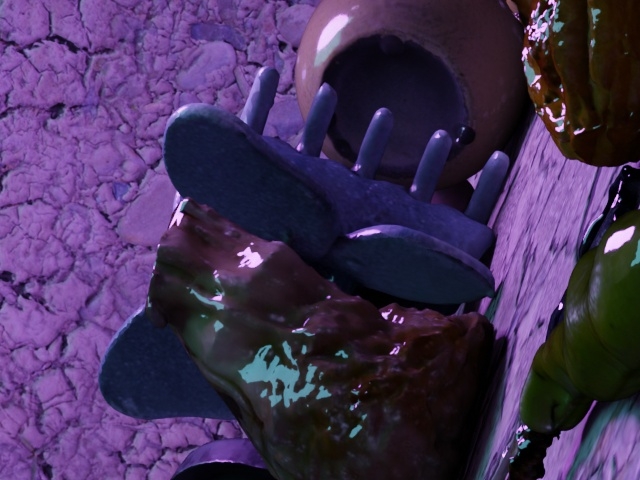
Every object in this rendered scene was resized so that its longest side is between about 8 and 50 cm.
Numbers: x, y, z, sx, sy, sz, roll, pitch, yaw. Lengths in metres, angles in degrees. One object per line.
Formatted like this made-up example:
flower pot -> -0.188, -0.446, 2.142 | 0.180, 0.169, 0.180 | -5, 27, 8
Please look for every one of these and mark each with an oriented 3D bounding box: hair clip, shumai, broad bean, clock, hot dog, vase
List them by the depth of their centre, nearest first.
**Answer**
broad bean -> 0.135, 0.058, 0.869 | 0.318, 0.056, 0.098 | 102, -179, -60
hot dog -> 0.186, -0.158, 1.101 | 0.160, 0.099, 0.227 | 114, 178, -66
shumai -> -0.021, 0.115, 1.458 | 0.346, 0.283, 0.217 | -162, 94, -87
hair clip -> 0.000, 0.000, 1.703 | 0.238, 0.318, 0.392 | -70, -2, -48
clock -> -0.055, 0.286, 1.841 | 0.215, 0.215, 0.042 | 111, -175, -45
vase -> 0.101, -0.234, 1.893 | 0.302, 0.241, 0.329 | -59, -40, -60

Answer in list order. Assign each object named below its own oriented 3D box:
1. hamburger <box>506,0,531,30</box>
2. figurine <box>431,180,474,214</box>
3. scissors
hamburger -> 0.201, -0.261, 1.292 | 0.124, 0.131, 0.262 | -125, 59, -89
figurine -> 0.032, 0.038, 1.987 | 0.261, 0.211, 0.269 | 111, 178, -53
scissors -> 0.135, 0.084, 1.109 | 0.109, 0.022, 0.300 | -65, -3, -52
